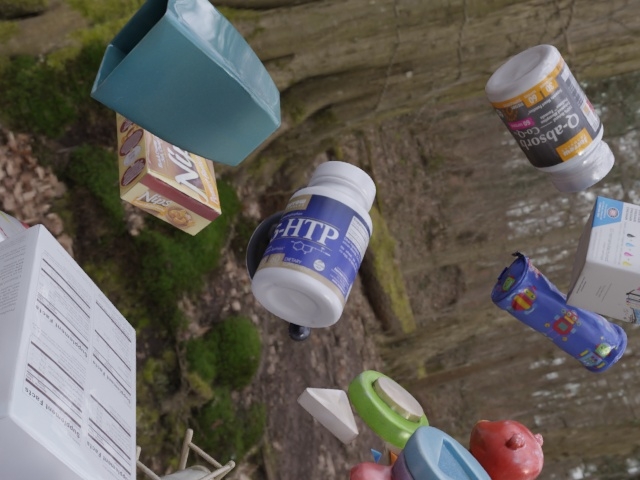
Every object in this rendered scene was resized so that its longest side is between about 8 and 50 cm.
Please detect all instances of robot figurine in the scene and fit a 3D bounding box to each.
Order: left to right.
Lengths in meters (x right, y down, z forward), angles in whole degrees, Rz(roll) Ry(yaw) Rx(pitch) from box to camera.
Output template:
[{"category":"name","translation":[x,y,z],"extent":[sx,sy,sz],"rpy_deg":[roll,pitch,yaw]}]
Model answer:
[{"category":"robot figurine","translation":[-0.033,0.042,1.260],"extent":[0.173,0.209,0.278],"rpy_deg":[40,-10,6]}]

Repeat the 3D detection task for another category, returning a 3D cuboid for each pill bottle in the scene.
[{"category":"pill bottle","translation":[0.000,0.000,0.912],"extent":[0.112,0.112,0.187],"rpy_deg":[80,27,-54]},{"category":"pill bottle","translation":[0.468,-0.241,1.524],"extent":[0.278,0.162,0.162],"rpy_deg":[49,7,-21]}]

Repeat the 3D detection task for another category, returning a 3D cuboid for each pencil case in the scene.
[{"category":"pencil case","translation":[0.503,0.156,1.611],"extent":[0.306,0.119,0.133],"rpy_deg":[35,12,-10]}]

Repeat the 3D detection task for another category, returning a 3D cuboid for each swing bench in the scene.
[{"category":"swing bench","translation":[-0.373,0.613,1.787],"extent":[0.165,0.255,0.253],"rpy_deg":[32,8,18]}]

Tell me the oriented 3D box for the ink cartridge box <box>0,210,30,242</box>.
[{"category":"ink cartridge box","translation":[-0.475,0.101,1.156],"extent":[0.279,0.160,0.384],"rpy_deg":[52,-11,0]}]

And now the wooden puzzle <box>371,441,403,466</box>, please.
[{"category":"wooden puzzle","translation":[0.160,0.416,1.429],"extent":[0.014,0.116,0.078],"rpy_deg":[-59,136,-80]}]

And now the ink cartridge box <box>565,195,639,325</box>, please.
[{"category":"ink cartridge box","translation":[0.631,0.050,1.484],"extent":[0.168,0.232,0.171],"rpy_deg":[87,22,-55]}]

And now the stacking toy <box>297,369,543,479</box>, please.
[{"category":"stacking toy","translation":[0.146,0.246,0.972],"extent":[0.279,0.130,0.309],"rpy_deg":[46,17,24]}]

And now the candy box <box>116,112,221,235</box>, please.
[{"category":"candy box","translation":[-0.308,-0.181,1.501],"extent":[0.183,0.087,0.316],"rpy_deg":[30,34,-41]}]

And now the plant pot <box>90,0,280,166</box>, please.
[{"category":"plant pot","translation":[-0.178,-0.229,1.099],"extent":[0.234,0.165,0.165],"rpy_deg":[38,27,-29]}]

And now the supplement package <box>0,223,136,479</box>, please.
[{"category":"supplement package","translation":[-0.323,0.165,0.767],"extent":[0.263,0.199,0.198],"rpy_deg":[-108,171,-50]}]
